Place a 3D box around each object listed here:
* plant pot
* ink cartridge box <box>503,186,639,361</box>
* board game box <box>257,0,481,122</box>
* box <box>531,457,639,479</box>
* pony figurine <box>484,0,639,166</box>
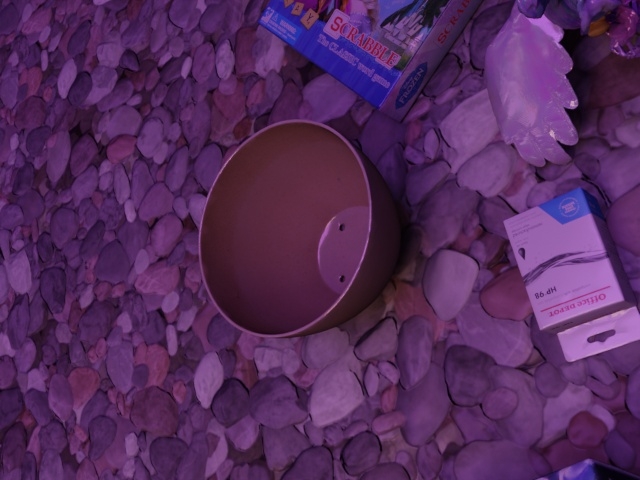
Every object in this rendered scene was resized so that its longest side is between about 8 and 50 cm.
[{"bbox_3d":[0.000,0.000,1.043,0.284,0.190,0.284,-10,73,35],"label":"plant pot"},{"bbox_3d":[0.299,0.042,0.894,0.104,0.060,0.180,-26,65,29],"label":"ink cartridge box"},{"bbox_3d":[0.092,-0.392,1.145,0.318,0.065,0.318,42,104,35],"label":"board game box"},{"bbox_3d":[0.229,0.446,0.676,0.293,0.211,0.396,-37,42,33],"label":"box"},{"bbox_3d":[0.287,-0.290,0.846,0.302,0.363,0.351,-23,82,22],"label":"pony figurine"}]
